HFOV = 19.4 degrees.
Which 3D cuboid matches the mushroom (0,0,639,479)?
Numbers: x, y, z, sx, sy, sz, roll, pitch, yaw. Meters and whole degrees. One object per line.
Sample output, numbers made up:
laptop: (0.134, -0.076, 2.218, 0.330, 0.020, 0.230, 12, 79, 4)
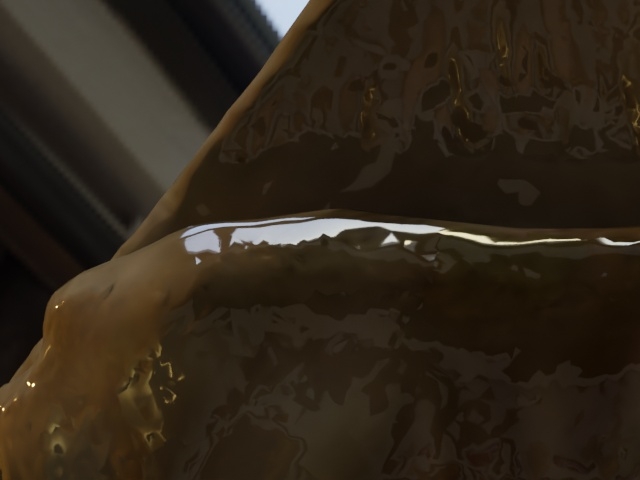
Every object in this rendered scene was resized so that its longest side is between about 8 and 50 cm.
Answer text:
mushroom: (0.108, 0.009, 0.555, 0.397, 0.314, 0.224, -46, -12, -3)
